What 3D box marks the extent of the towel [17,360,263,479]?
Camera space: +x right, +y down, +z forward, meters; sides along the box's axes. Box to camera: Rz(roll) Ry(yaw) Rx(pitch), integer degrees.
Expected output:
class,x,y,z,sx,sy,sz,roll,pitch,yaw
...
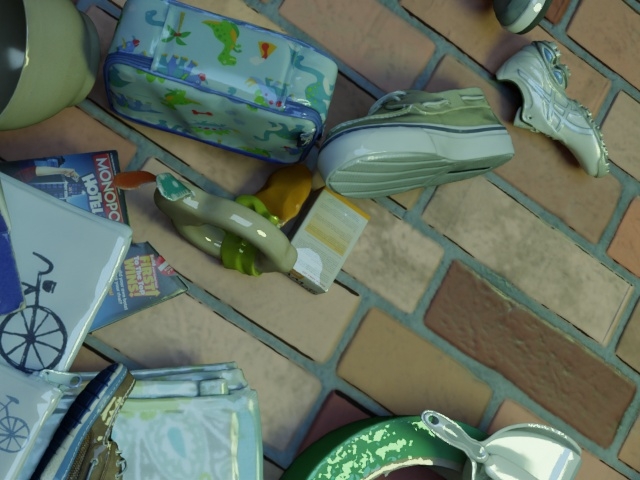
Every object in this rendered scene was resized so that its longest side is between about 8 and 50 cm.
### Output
class,x,y,z,sx,sy,sz,roll,pitch,yaw
towel,-0.209,0.305,1.153,0.321,0.090,0.374,0,83,-18

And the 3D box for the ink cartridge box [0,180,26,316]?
class,x,y,z,sx,sy,sz,roll,pitch,yaw
ink cartridge box,-0.448,-0.063,1.055,0.324,0.071,0.330,-15,77,-9

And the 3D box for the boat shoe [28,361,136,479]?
class,x,y,z,sx,sy,sz,roll,pitch,yaw
boat shoe,-0.209,0.196,1.091,0.066,0.066,0.183,33,84,-17

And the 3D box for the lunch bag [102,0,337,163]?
class,x,y,z,sx,sy,sz,roll,pitch,yaw
lunch bag,-0.099,-0.148,1.201,0.219,0.176,0.090,17,76,-7

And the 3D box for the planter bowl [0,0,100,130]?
class,x,y,z,sx,sy,sz,roll,pitch,yaw
planter bowl,-0.279,-0.179,1.165,0.109,0.162,0.162,1,82,-48

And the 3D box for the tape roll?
class,x,y,z,sx,sy,sz,roll,pitch,yaw
tape roll,0.091,0.341,1.266,0.321,0.077,0.321,3,81,-20

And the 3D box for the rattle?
class,x,y,z,sx,sy,sz,roll,pitch,yaw
rattle,-0.093,-0.060,1.206,0.200,0.130,0.142,39,82,-32

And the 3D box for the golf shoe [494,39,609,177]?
class,x,y,z,sx,sy,sz,roll,pitch,yaw
golf shoe,0.264,-0.140,1.416,0.086,0.069,0.176,-30,91,-2

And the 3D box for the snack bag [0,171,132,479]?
class,x,y,z,sx,sy,sz,roll,pitch,yaw
snack bag,-0.366,0.072,1.086,0.323,0.037,0.342,25,77,5

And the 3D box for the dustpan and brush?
class,x,y,z,sx,sy,sz,roll,pitch,yaw
dustpan and brush,0.174,0.228,1.238,0.211,0.060,0.147,34,72,-14

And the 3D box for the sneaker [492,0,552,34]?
class,x,y,z,sx,sy,sz,roll,pitch,yaw
sneaker,0.179,-0.386,1.371,0.178,0.124,0.295,13,70,-24

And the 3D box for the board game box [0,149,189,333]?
class,x,y,z,sx,sy,sz,roll,pitch,yaw
board game box,-0.234,0.016,1.195,0.194,0.060,0.194,-8,85,-23

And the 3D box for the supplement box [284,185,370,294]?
class,x,y,z,sx,sy,sz,roll,pitch,yaw
supplement box,0.000,0.000,1.298,0.062,0.036,0.098,36,72,-13

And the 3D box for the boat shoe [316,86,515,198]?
class,x,y,z,sx,sy,sz,roll,pitch,yaw
boat shoe,0.092,-0.108,1.282,0.302,0.109,0.094,-7,70,-53
